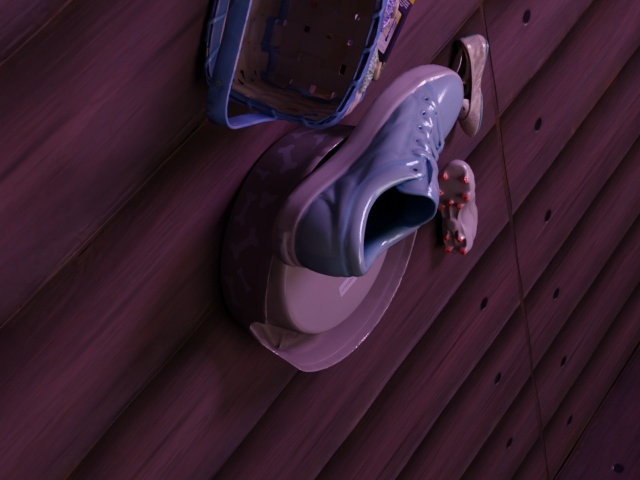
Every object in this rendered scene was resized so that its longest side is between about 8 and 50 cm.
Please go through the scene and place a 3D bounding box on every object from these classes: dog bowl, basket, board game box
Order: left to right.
[{"bbox_3d":[-0.030,-0.253,1.281,0.289,0.201,0.254,-14,121,-64],"label":"basket"},{"bbox_3d":[0.000,0.000,1.576,0.349,0.102,0.348,-33,135,-42],"label":"dog bowl"},{"bbox_3d":[0.050,-0.309,1.516,0.170,0.048,0.141,36,76,-57],"label":"board game box"}]

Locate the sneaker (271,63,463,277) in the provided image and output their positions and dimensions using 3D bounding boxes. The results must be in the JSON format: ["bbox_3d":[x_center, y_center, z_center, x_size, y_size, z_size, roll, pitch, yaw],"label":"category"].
[{"bbox_3d":[0.104,-0.078,1.447,0.366,0.150,0.135,-50,144,-27],"label":"sneaker"}]

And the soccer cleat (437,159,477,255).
[{"bbox_3d":[0.229,-0.062,1.926,0.076,0.068,0.196,-59,152,-43],"label":"soccer cleat"}]

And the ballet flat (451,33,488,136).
[{"bbox_3d":[0.227,-0.244,1.831,0.052,0.057,0.168,-8,115,-23],"label":"ballet flat"}]
